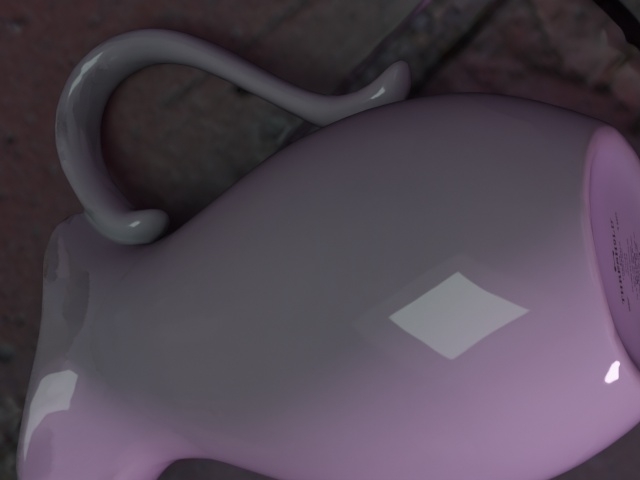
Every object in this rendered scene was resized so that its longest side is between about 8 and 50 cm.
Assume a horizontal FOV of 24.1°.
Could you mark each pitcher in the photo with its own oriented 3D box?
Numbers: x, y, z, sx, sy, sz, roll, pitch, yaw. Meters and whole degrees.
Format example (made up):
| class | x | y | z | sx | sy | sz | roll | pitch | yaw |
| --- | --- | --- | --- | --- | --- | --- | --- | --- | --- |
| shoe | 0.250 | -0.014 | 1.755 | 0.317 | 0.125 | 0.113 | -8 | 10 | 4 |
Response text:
| class | x | y | z | sx | sy | sz | roll | pitch | yaw |
| --- | --- | --- | --- | --- | --- | --- | --- | --- | --- |
| pitcher | 0.000 | 0.000 | 0.490 | 0.207 | 0.125 | 0.178 | -12 | 81 | 28 |
